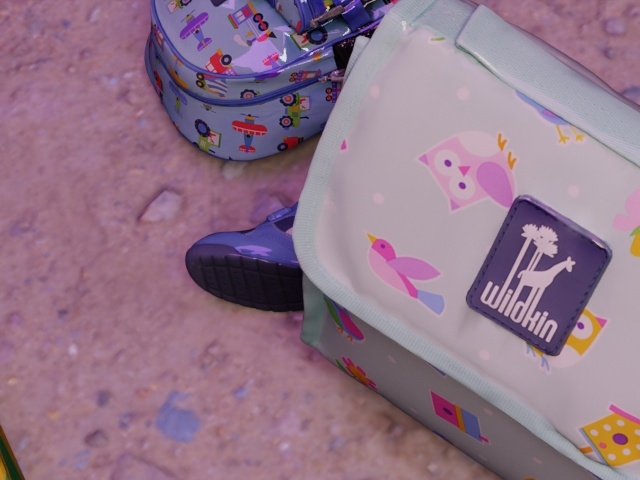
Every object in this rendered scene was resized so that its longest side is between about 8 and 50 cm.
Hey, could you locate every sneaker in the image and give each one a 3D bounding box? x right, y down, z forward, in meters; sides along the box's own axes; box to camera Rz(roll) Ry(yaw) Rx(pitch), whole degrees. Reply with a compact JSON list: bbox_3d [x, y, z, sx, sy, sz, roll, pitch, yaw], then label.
[{"bbox_3d":[0.000,0.000,1.060,0.144,0.053,0.059,-4,59,-1],"label":"sneaker"}]

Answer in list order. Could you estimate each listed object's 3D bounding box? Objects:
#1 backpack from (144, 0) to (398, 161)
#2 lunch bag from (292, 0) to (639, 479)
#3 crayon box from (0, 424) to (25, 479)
[{"bbox_3d":[-0.021,-0.135,1.115,0.173,0.117,0.158,-27,55,-3],"label":"backpack"},{"bbox_3d":[0.109,0.013,0.879,0.223,0.262,0.160,34,71,12],"label":"lunch bag"},{"bbox_3d":[-0.285,0.236,0.935,0.363,0.106,0.313,-27,55,-6],"label":"crayon box"}]
